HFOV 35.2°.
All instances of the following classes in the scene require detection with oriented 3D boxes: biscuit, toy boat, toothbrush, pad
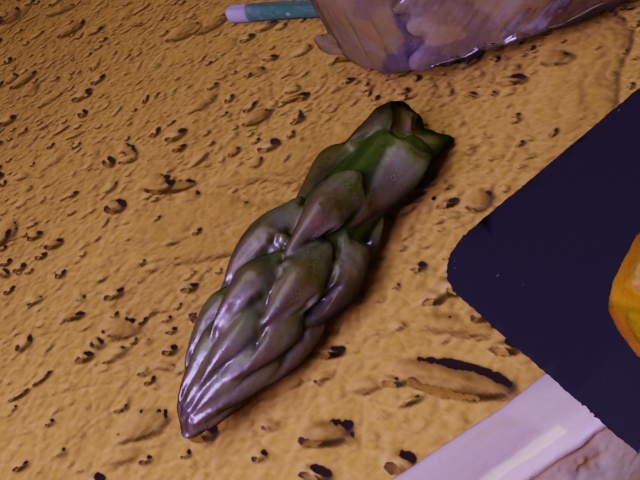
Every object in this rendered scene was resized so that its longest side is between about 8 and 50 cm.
[{"bbox_3d":[0.066,0.114,0.440,0.188,0.056,0.052,-32,36,-6],"label":"biscuit"},{"bbox_3d":[0.186,-0.247,0.725,0.445,0.136,0.162,-22,41,11],"label":"toy boat"},{"bbox_3d":[0.010,-0.205,0.889,0.257,0.018,0.024,7,46,39],"label":"toothbrush"},{"bbox_3d":[0.157,-0.046,0.500,0.250,0.055,0.323,-39,23,-6],"label":"pad"}]

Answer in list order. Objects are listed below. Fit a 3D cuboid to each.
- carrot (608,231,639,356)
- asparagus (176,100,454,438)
[{"bbox_3d":[0.240,-0.056,0.371,0.314,0.066,0.066,-36,37,-9],"label":"carrot"},{"bbox_3d":[0.000,0.000,0.603,0.080,0.080,0.287,10,52,41],"label":"asparagus"}]
